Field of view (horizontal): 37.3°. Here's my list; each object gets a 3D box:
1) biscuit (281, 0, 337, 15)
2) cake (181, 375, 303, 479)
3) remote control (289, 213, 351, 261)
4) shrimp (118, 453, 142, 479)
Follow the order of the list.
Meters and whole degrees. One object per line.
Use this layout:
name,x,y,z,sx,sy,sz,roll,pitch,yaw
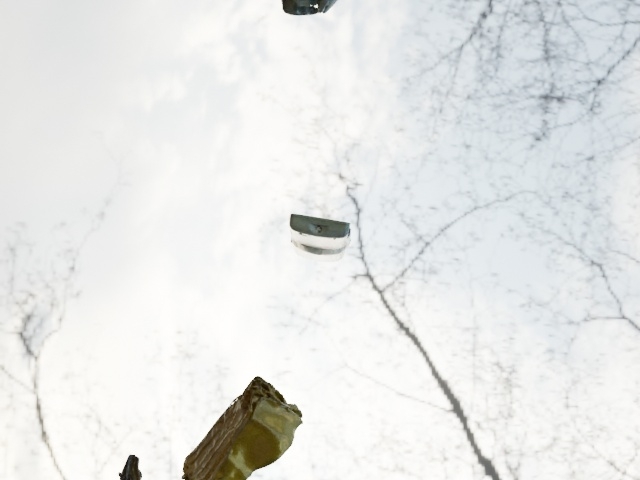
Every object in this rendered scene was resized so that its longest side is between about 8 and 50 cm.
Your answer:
biscuit,0.113,-0.233,0.503,0.309,0.079,0.186,-4,-91,21
cake,-0.115,0.262,1.253,0.079,0.185,0.116,-108,175,-49
remote control,0.000,0.000,1.015,0.166,0.065,0.029,91,9,-82
shrimp,-0.268,0.346,1.160,0.035,0.148,0.195,-9,-119,24
